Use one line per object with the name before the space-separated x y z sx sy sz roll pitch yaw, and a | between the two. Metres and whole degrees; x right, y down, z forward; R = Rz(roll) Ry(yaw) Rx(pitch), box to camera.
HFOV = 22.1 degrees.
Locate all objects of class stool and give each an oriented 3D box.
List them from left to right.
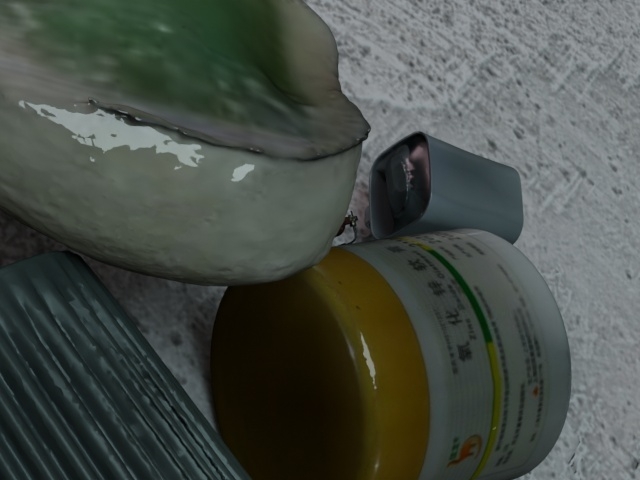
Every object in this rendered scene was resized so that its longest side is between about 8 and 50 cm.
stool | -0.197 0.209 1.196 0.297 0.297 0.330 -29 82 -38

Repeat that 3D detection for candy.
candy | -0.165 -0.126 1.292 0.427 0.186 0.386 15 39 -33

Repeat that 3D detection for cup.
cup | 0.110 -0.033 1.593 0.129 0.128 0.095 16 59 -32

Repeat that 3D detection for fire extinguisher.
fire extinguisher | 0.003 -0.001 1.568 0.100 0.032 0.046 -15 67 -30

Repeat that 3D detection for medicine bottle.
medicine bottle | 0.059 0.114 1.422 0.232 0.238 0.238 -9 75 -36
